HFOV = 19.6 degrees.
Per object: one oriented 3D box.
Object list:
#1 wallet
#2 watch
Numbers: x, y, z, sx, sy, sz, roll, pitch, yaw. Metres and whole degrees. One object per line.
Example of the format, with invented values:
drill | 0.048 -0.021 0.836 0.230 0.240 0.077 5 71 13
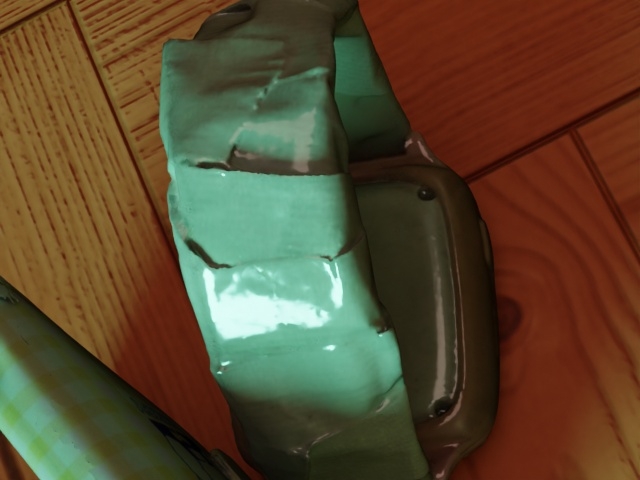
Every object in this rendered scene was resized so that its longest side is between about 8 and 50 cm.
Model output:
wallet | -0.067 0.155 0.959 0.077 0.223 0.309 -45 64 3
watch | 0.000 0.000 0.988 0.161 0.241 0.253 -9 68 11
